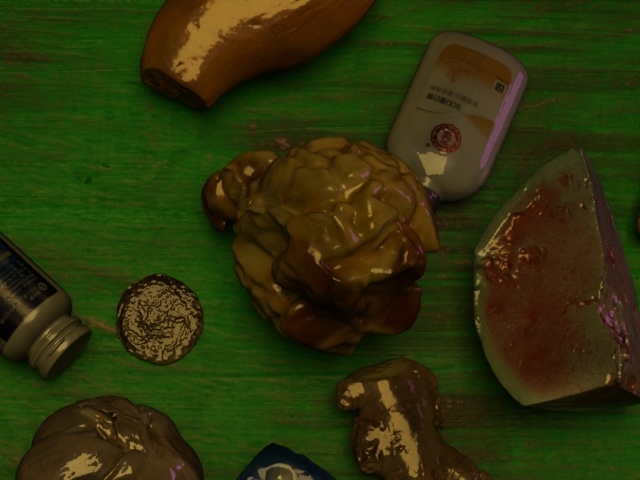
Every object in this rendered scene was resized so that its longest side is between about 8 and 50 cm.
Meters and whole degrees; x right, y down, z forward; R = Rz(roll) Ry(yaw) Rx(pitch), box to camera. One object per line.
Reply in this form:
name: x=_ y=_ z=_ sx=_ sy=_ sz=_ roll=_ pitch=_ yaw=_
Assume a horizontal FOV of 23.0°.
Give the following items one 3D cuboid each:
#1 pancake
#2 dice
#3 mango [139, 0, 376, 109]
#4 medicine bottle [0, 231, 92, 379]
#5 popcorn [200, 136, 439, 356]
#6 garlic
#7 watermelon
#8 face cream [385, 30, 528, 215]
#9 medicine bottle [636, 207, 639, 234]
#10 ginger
pancake: x=-0.198 y=0.096 z=1.927 sx=0.115 sy=0.011 sz=0.115 roll=2 pitch=71 yaw=-6
dice: x=-0.047 y=0.326 z=1.796 sx=0.143 sy=0.146 sz=0.146 roll=38 pitch=71 yaw=5
mango: x=-0.077 y=-0.298 z=2.006 sx=0.359 sy=0.144 sz=0.187 roll=-27 pitch=73 yaw=-11
medicine bottle: x=-0.366 y=0.073 z=1.866 sx=0.191 sy=0.107 sz=0.107 roll=42 pitch=72 yaw=8
popcorn: x=0.000 y=0.000 z=1.867 sx=0.225 sy=0.265 sz=0.332 roll=-32 pitch=37 yaw=-33
garlic: x=-0.229 y=0.269 z=1.767 sx=0.228 sy=0.152 sz=0.228 roll=23 pitch=40 yaw=-21
watermelon: x=0.304 y=0.053 z=1.911 sx=0.224 sy=0.180 sz=0.305 roll=2 pitch=69 yaw=-21
face cream: x=0.156 y=-0.126 z=2.011 sx=0.144 sy=0.071 sz=0.291 roll=25 pitch=71 yaw=3
medicine bottle: x=0.480 y=-0.108 z=2.046 sx=0.095 sy=0.064 sz=0.260 roll=18 pitch=70 yaw=0
ginger: x=0.105 y=0.242 z=1.883 sx=0.137 sy=0.074 sz=0.213 roll=-27 pitch=82 yaw=-14
